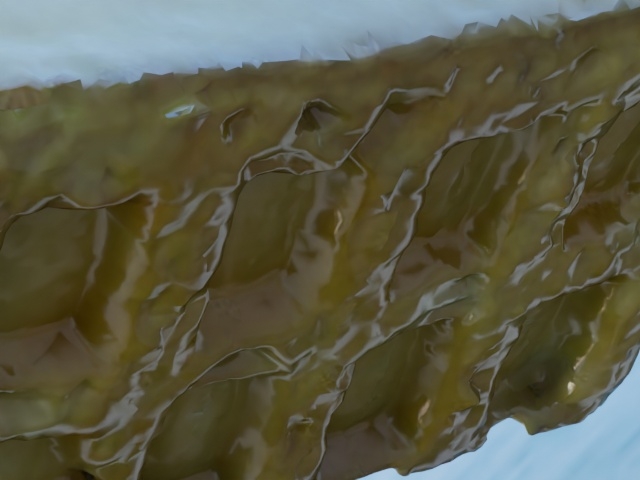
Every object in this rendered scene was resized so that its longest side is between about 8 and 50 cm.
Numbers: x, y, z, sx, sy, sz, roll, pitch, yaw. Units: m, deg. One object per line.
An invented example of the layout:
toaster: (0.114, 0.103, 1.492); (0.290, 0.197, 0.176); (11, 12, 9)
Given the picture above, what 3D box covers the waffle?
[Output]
waffle: (0.000, 0.000, 0.490); (0.274, 0.057, 0.168); (-13, -41, -32)
